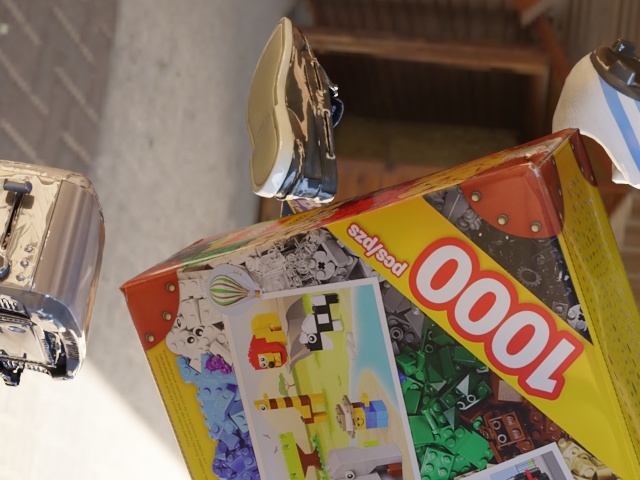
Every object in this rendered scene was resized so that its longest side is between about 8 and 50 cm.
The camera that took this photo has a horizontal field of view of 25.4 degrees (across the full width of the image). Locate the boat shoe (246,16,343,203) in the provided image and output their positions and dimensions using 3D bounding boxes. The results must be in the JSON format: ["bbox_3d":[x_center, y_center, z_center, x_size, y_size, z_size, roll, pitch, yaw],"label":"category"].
[{"bbox_3d":[-0.023,-0.167,1.853,0.340,0.113,0.127,-96,-149,-54],"label":"boat shoe"}]

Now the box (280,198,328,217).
[{"bbox_3d":[0.000,0.000,1.983,0.169,0.059,0.054,-121,-150,-43],"label":"box"}]

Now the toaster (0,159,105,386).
[{"bbox_3d":[-0.258,0.029,1.252,0.227,0.129,0.146,94,6,-65],"label":"toaster"}]

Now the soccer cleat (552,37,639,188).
[{"bbox_3d":[0.414,-0.099,1.596,0.143,0.331,0.116,-57,-175,38],"label":"soccer cleat"}]

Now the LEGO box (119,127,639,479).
[{"bbox_3d":[0.106,0.200,1.209,0.500,0.372,0.193,70,22,-7],"label":"LEGO box"}]
